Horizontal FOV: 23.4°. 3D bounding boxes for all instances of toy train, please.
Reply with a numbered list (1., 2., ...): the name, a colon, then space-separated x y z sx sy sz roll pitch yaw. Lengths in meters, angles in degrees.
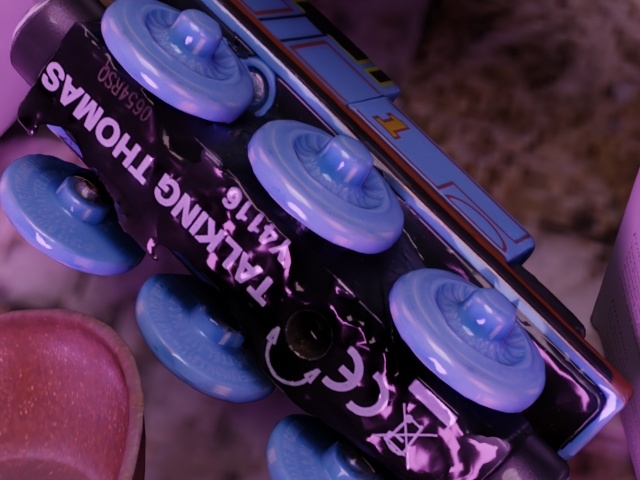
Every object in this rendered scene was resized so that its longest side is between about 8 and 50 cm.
1. toy train: 0.000 0.000 0.402 0.184 0.105 0.080 44 117 11

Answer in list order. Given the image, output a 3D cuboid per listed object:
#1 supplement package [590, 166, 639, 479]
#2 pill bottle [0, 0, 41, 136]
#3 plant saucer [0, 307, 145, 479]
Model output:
1. supplement package: 0.160 0.050 0.316 0.149 0.203 0.194 -9 64 -3
2. pill bottle: -0.196 -0.142 0.451 0.152 0.152 0.272 -26 66 -11
3. plant saucer: -0.113 0.096 0.346 0.198 0.036 0.198 -27 27 15
